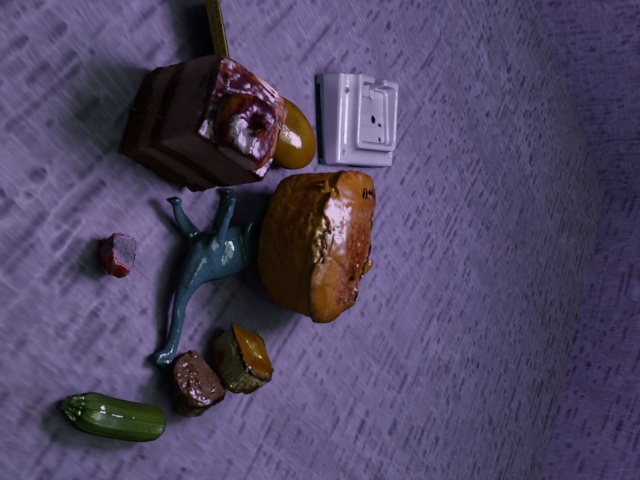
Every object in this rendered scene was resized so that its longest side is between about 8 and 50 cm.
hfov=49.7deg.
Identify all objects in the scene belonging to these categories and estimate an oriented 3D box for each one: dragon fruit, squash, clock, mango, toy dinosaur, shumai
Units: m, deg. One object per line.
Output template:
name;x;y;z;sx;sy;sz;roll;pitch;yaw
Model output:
dragon fruit;-0.364;0.027;1.218;0.056;0.060;0.083;33;37;-39
squash;-0.354;0.312;1.210;0.068;0.077;0.219;-47;136;11
clock;0.111;-0.307;1.786;0.262;0.116;0.231;-4;93;-51
mango;-0.094;-0.249;1.542;0.227;0.099;0.136;40;65;-34
toy dinosaur;-0.195;0.064;1.419;0.383;0.129;0.331;-12;109;-53
shumai;-0.251;0.285;1.337;0.105;0.139;0.123;-43;95;-8

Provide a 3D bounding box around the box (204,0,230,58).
box;-0.202;-0.393;1.397;0.121;0.030;0.193;-118;-163;-79

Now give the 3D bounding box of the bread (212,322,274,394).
bread;-0.156;0.247;1.425;0.128;0.069;0.140;30;29;-53

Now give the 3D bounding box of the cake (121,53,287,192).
cake;-0.191;-0.218;1.253;0.196;0.292;0.199;35;63;-41

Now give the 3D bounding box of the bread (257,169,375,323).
bread;0.001;0.001;1.505;0.358;0.204;0.337;23;85;-73
